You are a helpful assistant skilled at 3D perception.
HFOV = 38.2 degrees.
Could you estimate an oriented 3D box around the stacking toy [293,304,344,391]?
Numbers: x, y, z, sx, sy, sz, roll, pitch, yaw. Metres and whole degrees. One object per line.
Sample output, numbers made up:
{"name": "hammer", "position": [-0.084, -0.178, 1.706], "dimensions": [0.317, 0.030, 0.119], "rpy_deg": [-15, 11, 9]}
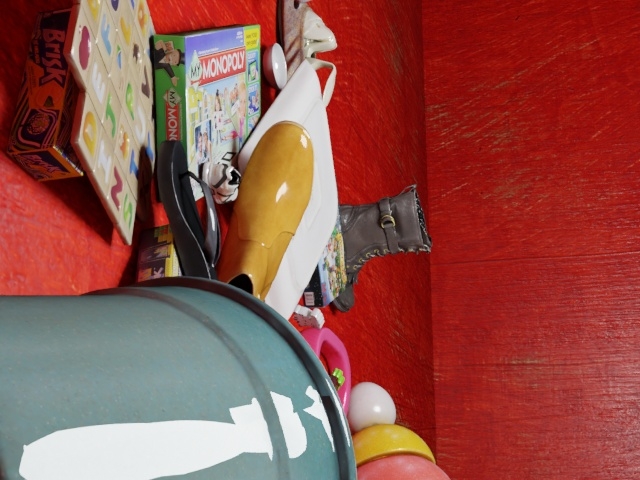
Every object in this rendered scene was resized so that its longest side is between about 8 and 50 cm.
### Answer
{"name": "stacking toy", "position": [-0.032, 0.240, 1.571], "dimensions": [0.167, 0.052, 0.221], "rpy_deg": [-58, 143, -37]}

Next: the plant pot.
{"name": "plant pot", "position": [-0.193, 0.174, 0.621], "dimensions": [0.334, 0.341, 0.341], "rpy_deg": [21, 65, -65]}

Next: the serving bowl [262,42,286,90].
{"name": "serving bowl", "position": [-0.085, -0.309, 1.654], "dimensions": [0.083, 0.027, 0.083], "rpy_deg": [-5, 90, -74]}

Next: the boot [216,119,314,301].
{"name": "boot", "position": [-0.083, -0.004, 1.276], "dimensions": [0.211, 0.104, 0.295], "rpy_deg": [-79, -173, -67]}

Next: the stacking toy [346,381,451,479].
{"name": "stacking toy", "position": [0.145, 0.493, 1.870], "dimensions": [0.351, 0.350, 0.480], "rpy_deg": [67, 9, -50]}

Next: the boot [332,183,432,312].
{"name": "boot", "position": [0.119, 0.022, 1.927], "dimensions": [0.091, 0.228, 0.263], "rpy_deg": [-50, 134, -69]}

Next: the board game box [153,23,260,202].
{"name": "board game box", "position": [-0.150, -0.189, 1.295], "dimensions": [0.317, 0.046, 0.214], "rpy_deg": [-49, 143, -69]}

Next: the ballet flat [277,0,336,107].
{"name": "ballet flat", "position": [-0.022, -0.342, 1.748], "dimensions": [0.107, 0.106, 0.316], "rpy_deg": [43, 45, -68]}

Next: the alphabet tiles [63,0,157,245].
{"name": "alphabet tiles", "position": [-0.217, -0.171, 1.011], "dimensions": [0.343, 0.011, 0.285], "rpy_deg": [86, 6, -65]}

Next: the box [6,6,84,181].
{"name": "box", "position": [-0.260, -0.148, 0.920], "dimensions": [0.059, 0.054, 0.169], "rpy_deg": [58, 31, -60]}

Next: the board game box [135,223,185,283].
{"name": "board game box", "position": [-0.177, 0.087, 1.108], "dimensions": [0.170, 0.048, 0.141], "rpy_deg": [-97, 171, -50]}

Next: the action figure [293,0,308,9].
{"name": "action figure", "position": [-0.067, -0.553, 1.530], "dimensions": [0.341, 0.178, 0.330], "rpy_deg": [-53, 127, -71]}

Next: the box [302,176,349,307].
{"name": "box", "position": [0.000, 0.000, 1.822], "dimensions": [0.159, 0.044, 0.233], "rpy_deg": [-33, 117, -66]}

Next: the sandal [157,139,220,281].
{"name": "sandal", "position": [-0.142, -0.002, 1.125], "dimensions": [0.097, 0.054, 0.255], "rpy_deg": [-73, 149, -80]}

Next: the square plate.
{"name": "square plate", "position": [-0.037, -0.077, 1.558], "dimensions": [0.344, 0.049, 0.347], "rpy_deg": [-65, 153, -51]}

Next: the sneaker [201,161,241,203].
{"name": "sneaker", "position": [-0.125, -0.074, 1.241], "dimensions": [0.109, 0.043, 0.040], "rpy_deg": [52, 42, -74]}

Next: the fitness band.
{"name": "fitness band", "position": [0.012, 0.283, 1.796], "dimensions": [0.291, 0.054, 0.209], "rpy_deg": [54, 34, -64]}
